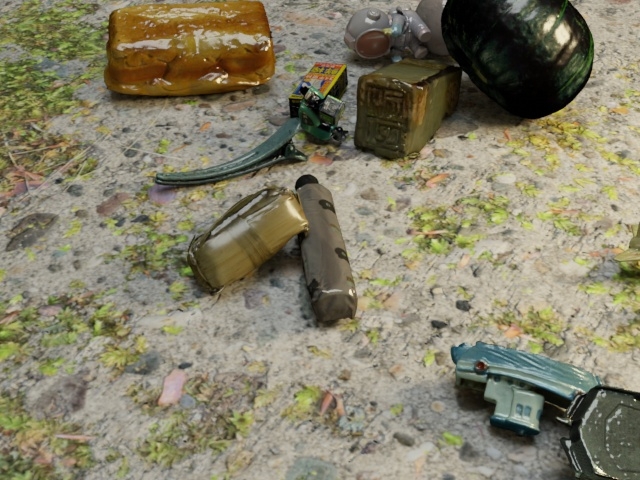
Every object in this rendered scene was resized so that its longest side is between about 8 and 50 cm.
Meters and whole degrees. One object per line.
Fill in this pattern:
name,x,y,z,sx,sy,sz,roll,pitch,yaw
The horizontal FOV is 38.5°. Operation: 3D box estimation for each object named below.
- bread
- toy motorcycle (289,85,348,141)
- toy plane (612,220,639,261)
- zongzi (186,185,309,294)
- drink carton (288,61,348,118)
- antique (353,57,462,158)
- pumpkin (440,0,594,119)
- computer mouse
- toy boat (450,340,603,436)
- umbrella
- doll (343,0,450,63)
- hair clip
bread,-0.260,-0.375,1.834,0.344,0.148,0.195,-4,49,-9
toy motorcycle,-0.001,-0.223,1.656,0.100,0.173,0.058,28,80,7
toy plane,0.570,0.037,1.364,0.244,0.092,0.229,22,40,23
zongzi,-0.131,-0.007,1.418,0.194,0.099,0.197,-36,16,-19
drink carton,-0.003,-0.292,1.808,0.071,0.056,0.165,6,37,19
antique,0.174,-0.273,1.734,0.125,0.150,0.284,17,32,21
pumpkin,0.382,-0.390,1.751,0.238,0.315,0.315,-47,45,7
computer mouse,0.387,0.250,1.085,0.231,0.071,0.126,10,57,2
toy boat,0.261,0.201,1.163,0.215,0.088,0.102,13,73,13
umbrella,0.000,0.000,1.415,0.073,0.067,0.337,7,34,-14
doll,0.188,-0.457,1.962,0.287,0.151,0.151,-9,38,-9
hair clip,-0.152,-0.133,1.595,0.275,0.083,0.048,-22,41,-18
